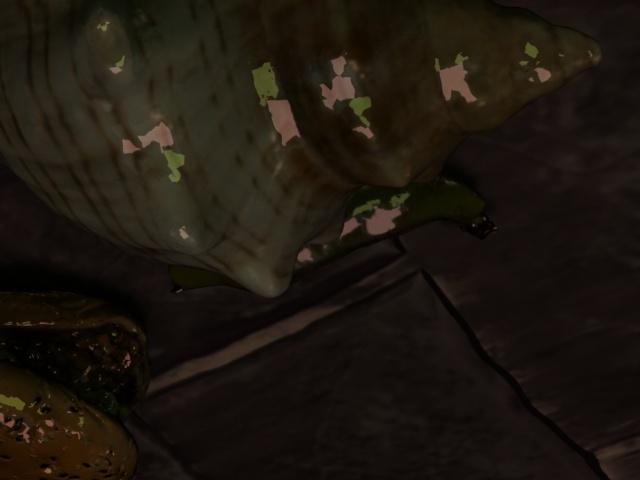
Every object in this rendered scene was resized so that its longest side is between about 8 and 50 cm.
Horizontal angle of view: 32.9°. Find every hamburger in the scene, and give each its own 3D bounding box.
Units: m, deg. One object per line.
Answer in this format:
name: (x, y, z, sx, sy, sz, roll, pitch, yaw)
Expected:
hamburger: (-0.186, 0.110, 0.674, 0.177, 0.113, 0.185, -31, 126, 25)

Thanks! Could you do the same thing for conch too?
conch: (-0.079, -0.074, 0.471, 0.386, 0.169, 0.203, -4, 108, 1)

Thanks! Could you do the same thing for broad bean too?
broad bean: (0.001, -0.006, 0.612, 0.195, 0.046, 0.061, -10, 130, 7)
